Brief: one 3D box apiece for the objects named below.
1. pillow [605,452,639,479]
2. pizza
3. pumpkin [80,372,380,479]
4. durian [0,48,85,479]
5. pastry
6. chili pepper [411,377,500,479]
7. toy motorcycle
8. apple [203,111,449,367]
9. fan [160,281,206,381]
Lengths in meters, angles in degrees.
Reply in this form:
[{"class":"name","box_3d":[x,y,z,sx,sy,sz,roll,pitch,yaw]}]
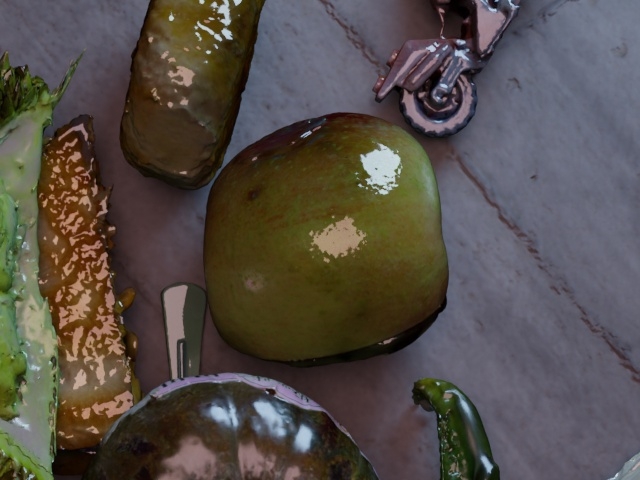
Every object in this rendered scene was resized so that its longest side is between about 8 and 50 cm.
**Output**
[{"class":"pillow","box_3d":[0.248,0.245,1.378,0.229,0.051,0.128,-39,83,-7]},{"class":"pizza","box_3d":[-0.269,0.053,1.412,0.251,0.074,0.288,-6,77,-1]},{"class":"pumpkin","box_3d":[-0.067,0.232,1.300,0.260,0.189,0.260,0,92,-7]},{"class":"durian","box_3d":[-0.282,0.023,1.347,0.169,0.158,0.352,5,77,-32]},{"class":"pastry","box_3d":[-0.104,-0.139,1.394,0.093,0.182,0.193,16,79,-2]},{"class":"chili pepper","box_3d":[0.095,0.286,1.356,0.076,0.085,0.359,8,77,-8]},{"class":"toy motorcycle","box_3d":[0.108,-0.194,1.456,0.118,0.084,0.212,27,85,-2]},{"class":"apple","box_3d":[0.000,0.000,1.379,0.188,0.174,0.207,-8,62,-4]},{"class":"fan","box_3d":[-0.109,0.128,1.424,0.038,0.016,0.193,-2,78,-2]}]
